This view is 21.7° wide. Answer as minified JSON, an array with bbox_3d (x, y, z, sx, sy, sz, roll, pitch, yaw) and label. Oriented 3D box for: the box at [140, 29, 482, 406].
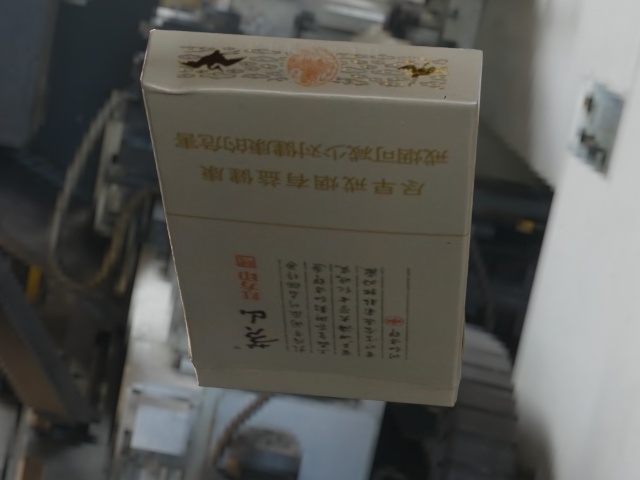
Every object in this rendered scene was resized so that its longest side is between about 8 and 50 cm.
[{"bbox_3d":[0.000,0.000,1.134,0.204,0.365,0.051,4,55,5],"label":"box"}]
